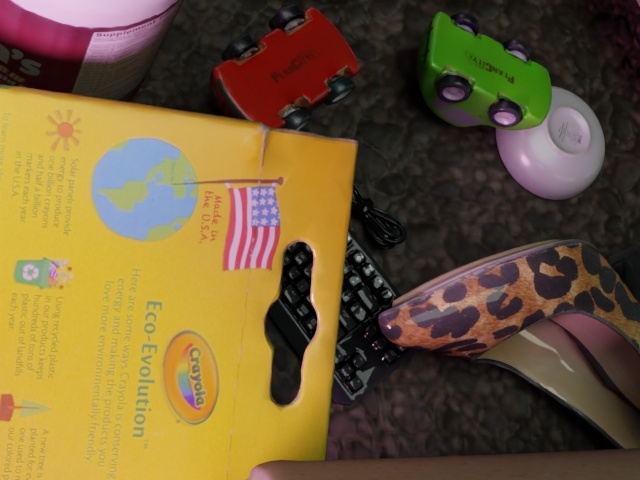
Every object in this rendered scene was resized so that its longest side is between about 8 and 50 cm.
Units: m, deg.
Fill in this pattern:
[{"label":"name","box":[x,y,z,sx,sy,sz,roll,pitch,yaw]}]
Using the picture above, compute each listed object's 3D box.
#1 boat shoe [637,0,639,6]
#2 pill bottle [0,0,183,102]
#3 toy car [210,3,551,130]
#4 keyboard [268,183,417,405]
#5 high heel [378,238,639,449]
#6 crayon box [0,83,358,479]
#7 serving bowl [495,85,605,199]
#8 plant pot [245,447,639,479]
[{"label":"boat shoe","box":[0.228,-0.247,0.787,0.117,0.097,0.324,-13,80,-46]},{"label":"pill bottle","box":[-0.124,-0.144,0.540,0.121,0.221,0.121,7,71,-20]},{"label":"toy car","box":[0.046,-0.125,0.694,0.225,0.053,0.239,24,59,-20]},{"label":"keyboard","box":[0.000,0.000,0.662,0.108,0.023,0.180,-37,91,-27]},{"label":"high heel","box":[0.159,0.096,0.649,0.261,0.093,0.186,-5,70,-36]},{"label":"crayon box","box":[-0.149,0.029,0.530,0.319,0.081,0.202,7,90,-20]},{"label":"serving bowl","box":[0.164,-0.071,0.746,0.083,0.027,0.083,6,73,-21]},{"label":"plant pot","box":[0.102,0.223,0.481,0.306,0.334,0.333,8,72,-14]}]
